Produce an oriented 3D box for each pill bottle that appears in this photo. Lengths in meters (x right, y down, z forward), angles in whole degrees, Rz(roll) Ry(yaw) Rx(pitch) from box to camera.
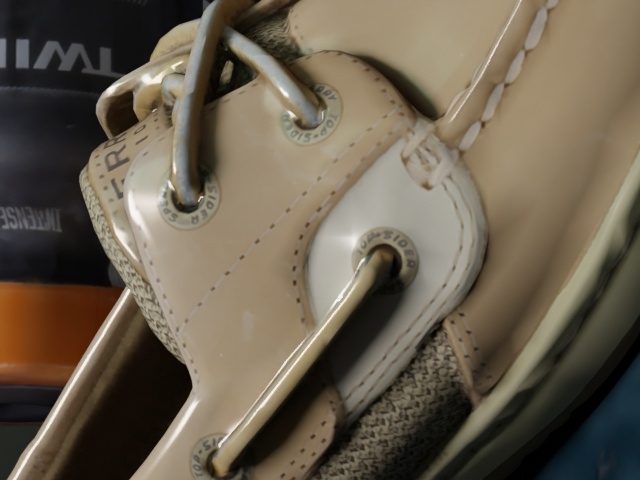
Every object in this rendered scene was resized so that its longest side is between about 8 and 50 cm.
[{"bbox_3d":[-0.092,-0.069,0.547,0.130,0.130,0.245,146,124,-63],"label":"pill bottle"}]

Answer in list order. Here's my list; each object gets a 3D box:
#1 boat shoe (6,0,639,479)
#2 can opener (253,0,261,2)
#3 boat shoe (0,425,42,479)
[{"bbox_3d":[0.000,0.000,0.417,0.121,0.110,0.341,-111,44,-65],"label":"boat shoe"},{"bbox_3d":[-0.005,-0.090,0.594,0.280,0.074,0.093,135,149,-55],"label":"can opener"},{"bbox_3d":[-0.122,0.108,0.677,0.091,0.109,0.305,-58,24,20],"label":"boat shoe"}]
